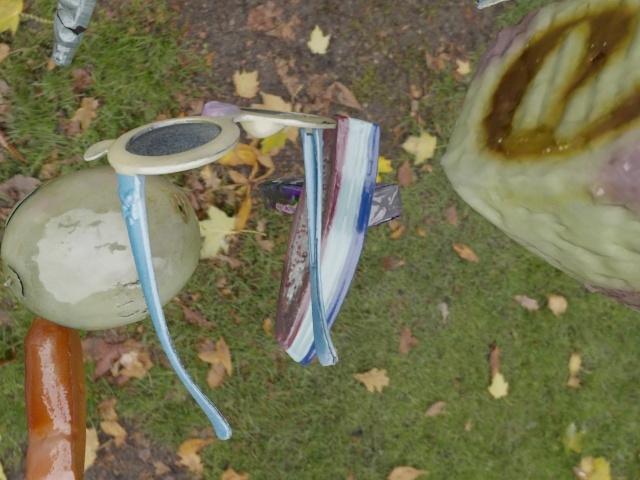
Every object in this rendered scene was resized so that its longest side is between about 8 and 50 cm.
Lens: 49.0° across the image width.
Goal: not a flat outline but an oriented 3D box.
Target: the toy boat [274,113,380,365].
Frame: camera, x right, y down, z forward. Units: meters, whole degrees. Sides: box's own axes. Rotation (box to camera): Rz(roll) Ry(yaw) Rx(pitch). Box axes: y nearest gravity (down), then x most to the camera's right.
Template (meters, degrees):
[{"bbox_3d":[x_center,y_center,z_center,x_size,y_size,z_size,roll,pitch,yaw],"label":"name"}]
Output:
[{"bbox_3d":[0.000,0.000,0.628,0.046,0.080,0.229,15,89,-52],"label":"toy boat"}]

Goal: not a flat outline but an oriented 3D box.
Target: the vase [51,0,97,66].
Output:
[{"bbox_3d":[-0.380,-0.370,1.091,0.060,0.060,0.211,9,121,-31],"label":"vase"}]

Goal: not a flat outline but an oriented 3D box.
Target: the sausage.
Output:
[{"bbox_3d":[-0.464,0.294,1.235,0.097,0.348,0.094,-18,154,10],"label":"sausage"}]

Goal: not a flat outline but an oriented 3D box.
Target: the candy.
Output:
[{"bbox_3d":[0.006,-0.070,1.176,0.088,0.312,0.061,-17,107,-30],"label":"candy"}]

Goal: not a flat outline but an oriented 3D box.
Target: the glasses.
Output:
[{"bbox_3d":[-0.036,0.007,0.490,0.190,0.088,0.220,-25,99,-49],"label":"glasses"}]

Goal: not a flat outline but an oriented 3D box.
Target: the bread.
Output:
[{"bbox_3d":[0.253,-0.019,0.421,0.338,0.187,0.155,24,77,-31],"label":"bread"}]

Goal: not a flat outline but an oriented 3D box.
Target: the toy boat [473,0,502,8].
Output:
[{"bbox_3d":[0.259,-0.348,0.931,0.115,0.063,0.016,-16,64,2],"label":"toy boat"}]

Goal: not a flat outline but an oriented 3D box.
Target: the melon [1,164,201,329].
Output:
[{"bbox_3d":[-0.361,0.015,1.163,0.330,0.268,0.268,-17,106,-39],"label":"melon"}]
